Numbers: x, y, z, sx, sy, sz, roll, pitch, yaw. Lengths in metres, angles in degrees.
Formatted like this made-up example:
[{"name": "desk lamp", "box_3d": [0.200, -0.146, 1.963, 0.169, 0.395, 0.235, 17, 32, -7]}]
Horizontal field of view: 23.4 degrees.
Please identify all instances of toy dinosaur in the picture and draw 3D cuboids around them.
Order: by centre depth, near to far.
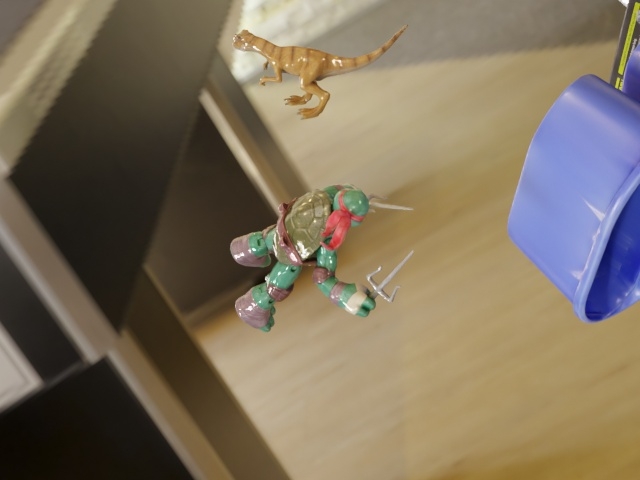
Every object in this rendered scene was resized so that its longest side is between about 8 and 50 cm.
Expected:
[{"name": "toy dinosaur", "box_3d": [-0.005, -0.209, 1.874, 0.211, 0.112, 0.064, 6, 29, 1]}]

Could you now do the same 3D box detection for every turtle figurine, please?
[{"name": "turtle figurine", "box_3d": [0.000, 0.000, 1.636, 0.234, 0.118, 0.175, -30, 37, 39]}]

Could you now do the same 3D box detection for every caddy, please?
[{"name": "caddy", "box_3d": [0.350, -0.054, 1.675, 0.241, 0.341, 0.179, -32, 61, -27]}]

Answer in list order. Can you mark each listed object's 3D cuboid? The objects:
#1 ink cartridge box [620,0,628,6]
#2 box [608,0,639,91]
[{"name": "ink cartridge box", "box_3d": [0.357, -0.443, 2.075, 0.069, 0.371, 0.176, -49, -7, 37]}, {"name": "box", "box_3d": [0.454, -0.198, 1.811, 0.060, 0.216, 0.270, -58, -15, -18]}]
